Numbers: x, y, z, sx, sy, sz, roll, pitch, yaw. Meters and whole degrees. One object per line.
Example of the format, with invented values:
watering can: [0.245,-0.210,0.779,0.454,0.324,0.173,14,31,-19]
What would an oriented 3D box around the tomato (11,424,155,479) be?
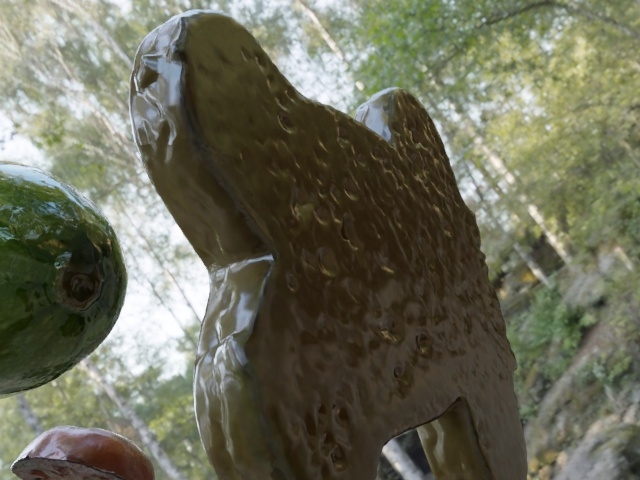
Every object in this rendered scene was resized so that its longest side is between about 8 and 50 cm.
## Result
tomato: [-0.361,0.344,1.245,0.225,0.225,0.085,124,162,-57]

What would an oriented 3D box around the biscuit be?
biscuit: [0.030,0.041,0.597,0.076,0.368,0.394,-20,-12,30]

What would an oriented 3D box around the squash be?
squash: [-0.346,0.019,0.857,0.309,0.310,0.310,-20,-2,38]
